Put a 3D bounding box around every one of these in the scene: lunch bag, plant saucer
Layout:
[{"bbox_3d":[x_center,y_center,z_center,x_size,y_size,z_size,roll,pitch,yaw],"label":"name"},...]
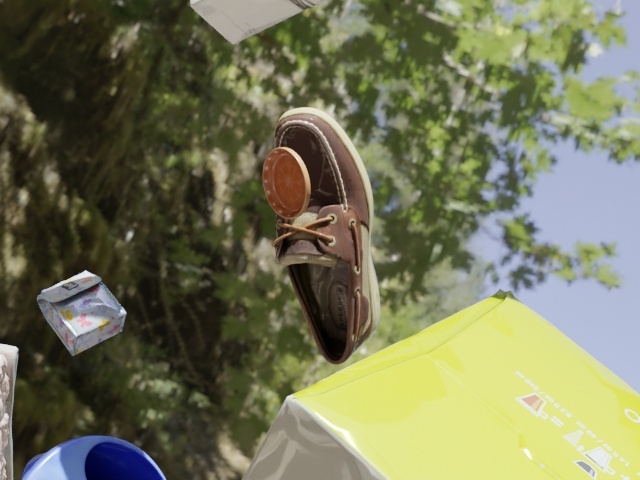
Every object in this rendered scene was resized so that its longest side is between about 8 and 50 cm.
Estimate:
[{"bbox_3d":[-0.274,0.077,1.350,0.083,0.071,0.053,49,-36,23],"label":"lunch bag"},{"bbox_3d":[-0.038,-0.067,1.365,0.013,0.083,0.083,-14,-2,-38],"label":"plant saucer"}]

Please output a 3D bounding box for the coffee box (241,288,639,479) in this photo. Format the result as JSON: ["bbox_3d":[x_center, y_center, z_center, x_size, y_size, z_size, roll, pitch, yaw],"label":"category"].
[{"bbox_3d":[0.123,0.292,0.922,0.337,0.338,0.334,39,-60,22],"label":"coffee box"}]

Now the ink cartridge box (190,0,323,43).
[{"bbox_3d":[-0.036,-0.303,1.183,0.191,0.139,0.082,-20,-32,24],"label":"ink cartridge box"}]

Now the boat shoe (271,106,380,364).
[{"bbox_3d":[0.000,0.000,1.549,0.123,0.123,0.342,-2,-70,20],"label":"boat shoe"}]

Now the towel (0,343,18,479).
[{"bbox_3d":[-0.412,0.206,0.980,0.317,0.053,0.332,9,-67,0],"label":"towel"}]

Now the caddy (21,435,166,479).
[{"bbox_3d":[-0.247,0.380,1.286,0.179,0.241,0.341,-11,-75,38],"label":"caddy"}]
